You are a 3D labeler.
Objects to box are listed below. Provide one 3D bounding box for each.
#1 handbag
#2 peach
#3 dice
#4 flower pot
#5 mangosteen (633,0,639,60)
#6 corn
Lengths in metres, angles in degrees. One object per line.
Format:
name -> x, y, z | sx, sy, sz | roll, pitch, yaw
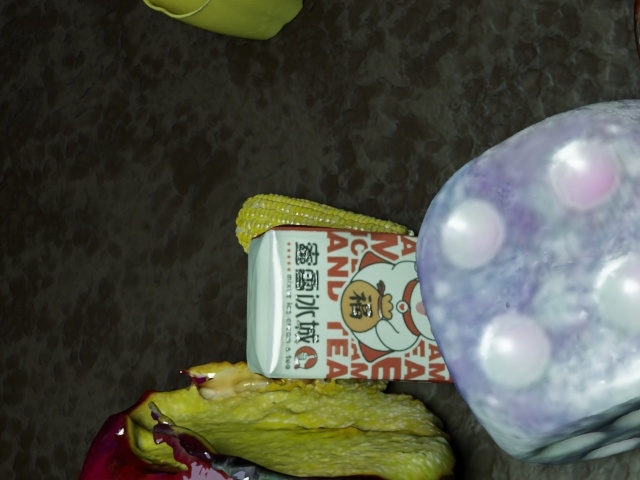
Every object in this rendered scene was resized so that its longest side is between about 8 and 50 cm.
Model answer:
handbag -> 0.071, 0.070, 1.213 | 0.151, 0.298, 0.171 | 155, 115, -79
peach -> -0.053, 0.289, 1.208 | 0.416, 0.339, 0.353 | -31, 93, 25
dice -> 0.272, 0.046, 1.056 | 0.270, 0.270, 0.271 | -30, 63, 27
flower pot -> -0.121, -0.366, 1.505 | 0.195, 0.179, 0.195 | -8, 75, 34
mangosteen -> 0.410, -0.220, 0.900 | 0.306, 0.359, 0.306 | -13, 44, 13
corn -> 0.000, 0.000, 1.379 | 0.244, 0.093, 0.093 | 13, 87, 38
